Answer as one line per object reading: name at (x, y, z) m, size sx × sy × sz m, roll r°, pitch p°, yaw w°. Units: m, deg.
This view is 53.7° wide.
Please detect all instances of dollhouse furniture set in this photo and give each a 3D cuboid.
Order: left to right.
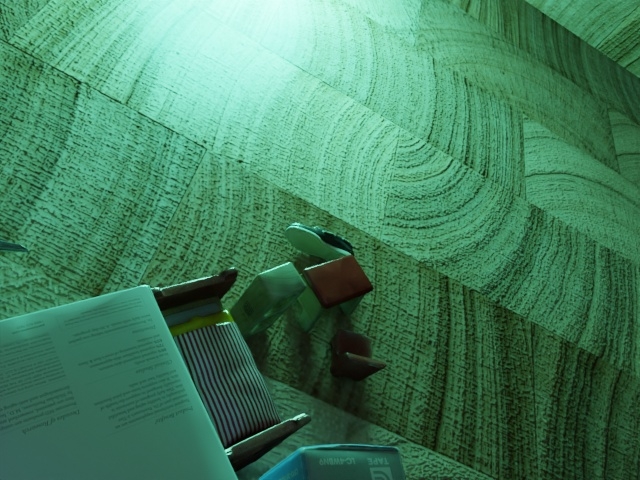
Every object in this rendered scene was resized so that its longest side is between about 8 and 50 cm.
dollhouse furniture set at (-0.039, 0.132, 0.794) m, size 0.374 × 0.152 × 0.201 m, roll -16°, pitch 67°, yaw -40°

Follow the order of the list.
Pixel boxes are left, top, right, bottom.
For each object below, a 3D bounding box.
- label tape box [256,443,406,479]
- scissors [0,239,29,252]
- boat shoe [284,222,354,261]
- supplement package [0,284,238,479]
label tape box at (-0.002, 0.389, 0.554) m, size 0.115 × 0.249 × 0.348 m, roll 8°, pitch 53°, yaw -29°
scissors at (-0.492, -0.006, 0.699) m, size 0.297 × 0.021 × 0.109 m, roll 25°, pitch 46°, yaw -18°
boat shoe at (0.000, 0.000, 0.997) m, size 0.125 × 0.046 × 0.038 m, roll 24°, pitch 47°, yaw -21°
supplement package at (-0.222, 0.218, 0.576) m, size 0.199 × 0.198 × 0.263 m, roll -14°, pitch 65°, yaw -40°
